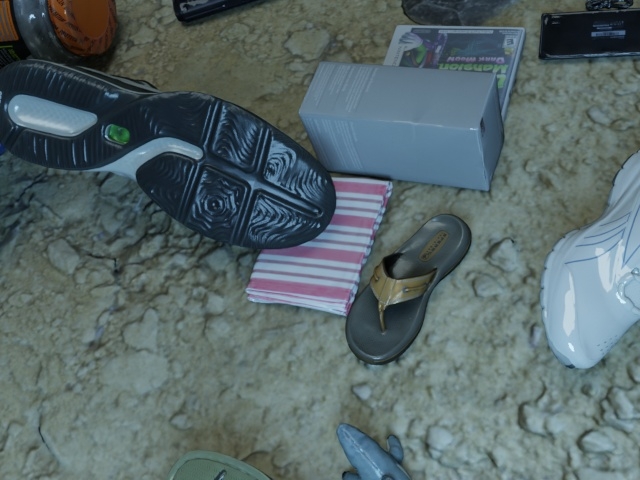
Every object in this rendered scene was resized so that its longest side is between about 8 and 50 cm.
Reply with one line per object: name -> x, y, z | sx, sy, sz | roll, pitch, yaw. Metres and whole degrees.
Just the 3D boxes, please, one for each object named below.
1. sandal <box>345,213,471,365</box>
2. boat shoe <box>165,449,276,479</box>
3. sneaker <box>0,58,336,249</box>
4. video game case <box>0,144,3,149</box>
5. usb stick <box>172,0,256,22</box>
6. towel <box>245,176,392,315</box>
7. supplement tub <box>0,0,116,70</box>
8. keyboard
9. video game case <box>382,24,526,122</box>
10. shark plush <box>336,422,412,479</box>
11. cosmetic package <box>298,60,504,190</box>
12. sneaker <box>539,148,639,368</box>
sandal -> 0.102, 0.045, 1.002 | 0.090, 0.060, 0.219 | 30, 70, 32
boat shoe -> -0.022, 0.306, 0.836 | 0.302, 0.103, 0.113 | 24, 80, 29
sneaker -> -0.177, -0.140, 1.139 | 0.448, 0.257, 0.169 | 21, 107, 3
video game case -> -0.533, -0.086, 1.211 | 0.269, 0.061, 0.244 | -52, 17, -18
usb stick -> -0.108, -0.424, 1.404 | 0.278, 0.045, 0.077 | -15, 60, 7
towel -> 0.000, 0.000, 1.089 | 0.144, 0.029, 0.197 | 7, 59, 25
supplement tub -> -0.510, -0.371, 1.403 | 0.316, 0.193, 0.193 | 1, 57, 18
keyboard -> 0.392, -0.289, 1.165 | 0.180, 0.023, 0.108 | 2, 64, 18
video game case -> 0.176, -0.233, 1.195 | 0.191, 0.022, 0.173 | 7, 59, 22
shark plush -> 0.067, 0.257, 0.863 | 0.073, 0.067, 0.161 | -27, 53, -2
cosmetic package -> 0.106, -0.148, 1.094 | 0.238, 0.127, 0.107 | 8, 59, 20
sneaker -> 0.337, 0.010, 0.895 | 0.297, 0.111, 0.129 | -53, 26, -17
